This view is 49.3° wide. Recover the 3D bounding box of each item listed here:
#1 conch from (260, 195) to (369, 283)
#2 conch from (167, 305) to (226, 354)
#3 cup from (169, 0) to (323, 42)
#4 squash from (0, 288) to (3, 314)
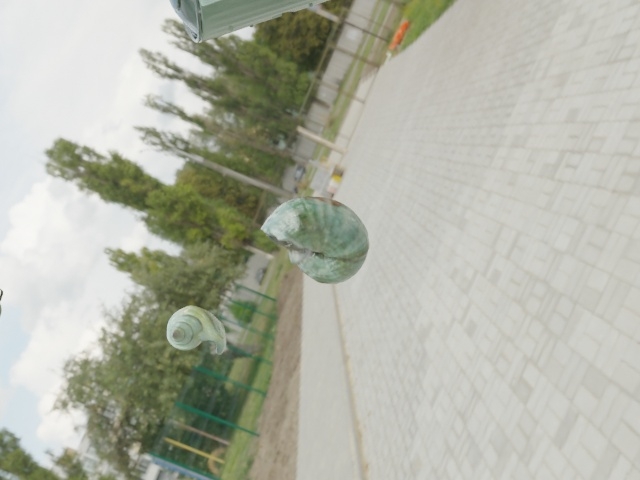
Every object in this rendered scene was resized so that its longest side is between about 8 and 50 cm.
[{"bbox_3d":[0.000,0.000,1.533,0.277,0.220,0.196,-18,-69,-74],"label":"conch"},{"bbox_3d":[-0.184,0.132,1.050,0.180,0.088,0.065,-12,-68,-80],"label":"conch"},{"bbox_3d":[-0.135,-0.594,1.502,0.310,0.392,0.401,93,155,-57],"label":"cup"},{"bbox_3d":[-0.859,0.264,1.699,0.319,0.071,0.080,-65,-26,-4],"label":"squash"}]
